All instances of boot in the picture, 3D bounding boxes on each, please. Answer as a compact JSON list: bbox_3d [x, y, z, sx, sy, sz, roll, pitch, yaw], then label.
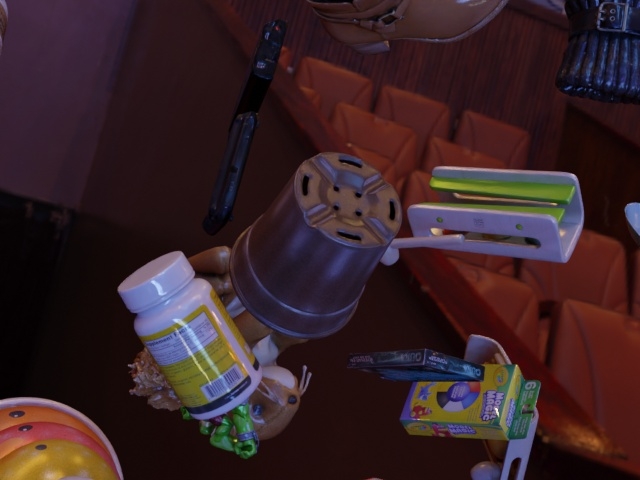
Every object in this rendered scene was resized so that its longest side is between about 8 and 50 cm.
[{"bbox_3d":[0.396,-0.363,1.238,0.348,0.260,0.131,18,12,19],"label":"boot"},{"bbox_3d":[0.128,-0.365,1.143,0.283,0.109,0.220,-9,-9,20],"label":"boot"}]

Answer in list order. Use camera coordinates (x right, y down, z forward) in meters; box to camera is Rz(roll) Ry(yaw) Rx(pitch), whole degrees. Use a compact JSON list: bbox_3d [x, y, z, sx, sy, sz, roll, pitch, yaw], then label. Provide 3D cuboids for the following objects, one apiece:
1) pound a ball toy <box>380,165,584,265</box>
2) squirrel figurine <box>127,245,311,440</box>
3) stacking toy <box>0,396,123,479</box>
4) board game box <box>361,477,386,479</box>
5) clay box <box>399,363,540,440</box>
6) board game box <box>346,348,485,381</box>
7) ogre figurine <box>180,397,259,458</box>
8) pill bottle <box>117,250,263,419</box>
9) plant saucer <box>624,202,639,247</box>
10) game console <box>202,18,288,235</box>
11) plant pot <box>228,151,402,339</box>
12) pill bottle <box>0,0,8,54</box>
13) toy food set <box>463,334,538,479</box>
[{"bbox_3d":[0.268,-0.013,1.374,0.319,0.208,0.136,6,-45,35],"label":"pound a ball toy"},{"bbox_3d":[-0.194,0.230,1.614,0.397,0.370,0.281,-19,-12,29],"label":"squirrel figurine"},{"bbox_3d":[-0.390,0.388,1.134,0.350,0.351,0.480,18,-23,-28],"label":"stacking toy"},{"bbox_3d":[0.102,0.358,0.812,0.146,0.193,0.045,5,-8,27],"label":"board game box"},{"bbox_3d":[0.259,0.277,1.371,0.222,0.127,0.053,-8,-50,36],"label":"clay box"},{"bbox_3d":[0.146,0.199,1.238,0.126,0.026,0.186,19,-20,-31],"label":"board game box"},{"bbox_3d":[-0.178,0.294,1.392,0.097,0.118,0.197,1,16,-25],"label":"ogre figurine"},{"bbox_3d":[-0.176,0.126,1.068,0.208,0.119,0.119,61,-22,-16],"label":"pill bottle"},{"bbox_3d":[0.641,0.006,1.467,0.195,0.037,0.195,19,35,-14],"label":"plant saucer"},{"bbox_3d":[-0.128,-0.174,1.286,0.044,0.361,0.213,18,-22,-10],"label":"game console"},{"bbox_3d":[0.000,0.000,0.881,0.167,0.167,0.165,16,-38,-15],"label":"plant pot"},{"bbox_3d":[-0.525,-0.315,1.140,0.131,0.229,0.131,-4,-33,-3],"label":"pill bottle"},{"bbox_3d":[0.322,0.353,1.533,0.092,0.220,0.306,1,25,-7],"label":"toy food set"}]
